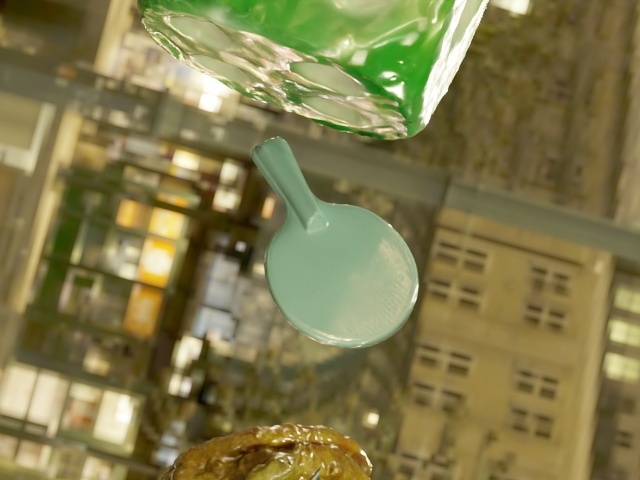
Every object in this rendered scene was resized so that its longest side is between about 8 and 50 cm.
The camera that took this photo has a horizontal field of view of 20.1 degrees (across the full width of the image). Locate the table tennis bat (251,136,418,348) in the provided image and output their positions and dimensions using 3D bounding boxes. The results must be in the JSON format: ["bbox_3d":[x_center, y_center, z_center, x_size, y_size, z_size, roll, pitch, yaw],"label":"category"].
[{"bbox_3d":[0.000,0.000,1.753,0.237,0.149,0.038,59,-23,19],"label":"table tennis bat"}]

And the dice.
[{"bbox_3d":[0.010,-0.277,1.663,0.297,0.300,0.287,69,43,-80],"label":"dice"}]

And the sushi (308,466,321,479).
[{"bbox_3d":[-0.052,0.239,1.067,0.201,0.031,0.139,-48,164,-24],"label":"sushi"}]

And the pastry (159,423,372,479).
[{"bbox_3d":[-0.059,0.269,1.849,0.240,0.235,0.132,-31,-133,25],"label":"pastry"}]
